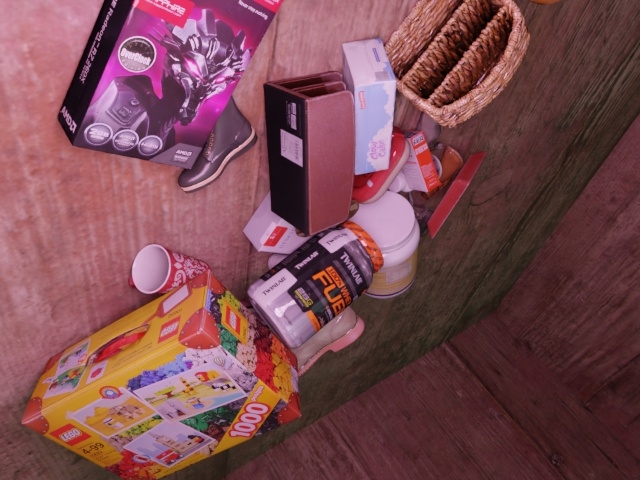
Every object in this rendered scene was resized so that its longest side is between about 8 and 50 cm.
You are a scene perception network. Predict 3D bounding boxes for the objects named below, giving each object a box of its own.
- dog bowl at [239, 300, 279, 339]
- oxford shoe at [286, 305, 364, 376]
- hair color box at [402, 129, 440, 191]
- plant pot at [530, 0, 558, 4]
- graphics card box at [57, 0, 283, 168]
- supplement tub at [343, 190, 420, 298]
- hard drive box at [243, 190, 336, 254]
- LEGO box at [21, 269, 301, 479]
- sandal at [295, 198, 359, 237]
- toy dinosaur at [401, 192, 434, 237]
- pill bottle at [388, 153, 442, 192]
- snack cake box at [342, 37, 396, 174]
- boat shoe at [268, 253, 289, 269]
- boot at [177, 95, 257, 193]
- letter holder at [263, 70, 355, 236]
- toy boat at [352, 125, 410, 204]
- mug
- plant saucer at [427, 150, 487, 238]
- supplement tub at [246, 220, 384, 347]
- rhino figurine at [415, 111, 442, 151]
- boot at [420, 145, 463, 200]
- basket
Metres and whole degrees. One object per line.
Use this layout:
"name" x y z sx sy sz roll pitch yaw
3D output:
"dog bowl" -0.299 0.360 1.590 0.408 0.150 0.408 -28 149 -19
"oxford shoe" -0.065 0.310 1.549 0.397 0.140 0.146 -34 117 0
"hair color box" 0.272 -0.227 1.422 0.053 0.093 0.167 -32 114 -16
"plant pot" 0.452 -0.636 1.070 0.188 0.205 0.205 0 134 -28
"graphics card box" -0.243 -0.303 0.814 0.233 0.094 0.371 5 129 -52
"supplement tub" 0.193 0.017 1.593 0.241 0.241 0.331 -33 150 -12
"hard drive box" -0.065 -0.055 1.356 0.232 0.089 0.181 8 125 -52
"LEGO box" -0.354 0.348 1.194 0.500 0.193 0.372 -29 124 15
"sandal" 0.013 -0.067 1.298 0.180 0.049 0.072 -26 144 1
"toy dinosaur" 0.356 -0.061 1.796 0.160 0.121 0.314 -45 148 22
"pill bottle" 0.285 -0.204 1.545 0.169 0.094 0.094 -22 146 -28
"snack cake box" 0.106 -0.298 1.139 0.089 0.152 0.264 -10 146 -3
"boat shoe" -0.040 0.126 1.581 0.367 0.157 0.135 29 81 -50
"boot" -0.231 -0.201 0.999 0.198 0.077 0.137 -47 148 -14
"letter holder" 0.011 -0.198 1.104 0.215 0.152 0.301 -22 128 -32
"toy boat" 0.122 -0.212 1.338 0.151 0.151 0.231 21 118 -23
"mug" -0.364 0.077 1.208 0.169 0.150 0.113 23 77 -62
"plant saucer" 0.455 -0.165 1.696 0.258 0.048 0.259 -48 166 -45
"supplement tub" -0.008 0.108 1.324 0.338 0.207 0.207 -39 151 -16
"rhino figurine" 0.323 -0.348 1.416 0.106 0.073 0.243 -27 147 -28
"boot" 0.398 -0.217 1.668 0.152 0.073 0.197 -42 154 -6
"basket" 0.317 -0.433 1.151 0.299 0.213 0.223 -49 150 15
